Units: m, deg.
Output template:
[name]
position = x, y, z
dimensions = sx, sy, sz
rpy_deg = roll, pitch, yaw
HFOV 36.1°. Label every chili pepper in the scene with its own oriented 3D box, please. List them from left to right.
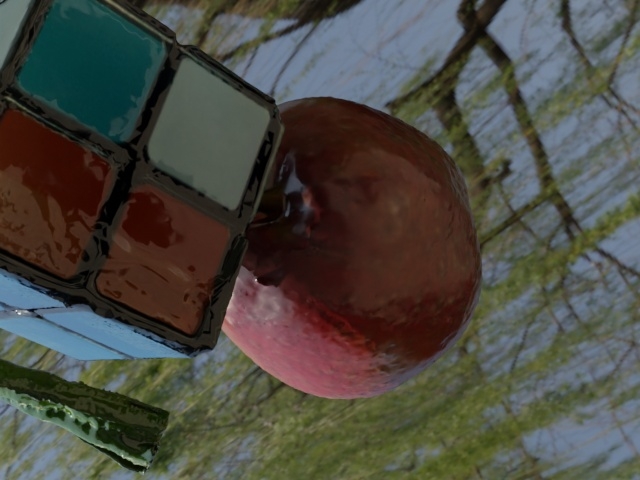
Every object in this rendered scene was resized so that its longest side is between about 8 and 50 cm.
[chili pepper]
position = -0.332, 0.144, 1.060
dimensions = 0.359, 0.085, 0.076
rpy_deg = 27, -160, 2

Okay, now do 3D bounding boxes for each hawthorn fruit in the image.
[hawthorn fruit]
position = 0.000, 0.000, 0.929
dimensions = 0.369, 0.284, 0.285
rpy_deg = 34, -146, -65

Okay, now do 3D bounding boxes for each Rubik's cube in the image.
[Rubik's cube]
position = -0.154, -0.035, 0.617
dimensions = 0.183, 0.167, 0.180
rpy_deg = 28, -113, -35
